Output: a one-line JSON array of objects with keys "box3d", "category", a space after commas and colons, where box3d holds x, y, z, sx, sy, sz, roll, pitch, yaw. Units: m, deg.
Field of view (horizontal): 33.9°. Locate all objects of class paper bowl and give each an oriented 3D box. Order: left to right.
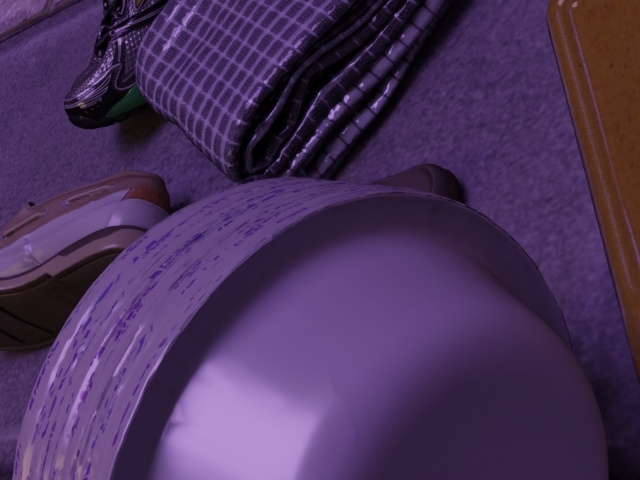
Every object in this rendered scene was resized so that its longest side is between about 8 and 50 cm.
[{"box3d": [0.019, 0.116, 0.480, 0.148, 0.284, 0.284, 11, 72, 50], "category": "paper bowl"}]

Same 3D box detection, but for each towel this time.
[{"box3d": [-0.021, -0.191, 0.882, 0.283, 0.121, 0.235, -53, 38, 4], "category": "towel"}]

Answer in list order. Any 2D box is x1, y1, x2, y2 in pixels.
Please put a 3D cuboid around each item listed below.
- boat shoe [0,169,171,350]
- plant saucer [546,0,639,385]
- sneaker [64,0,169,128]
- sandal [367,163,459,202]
[{"box3d": [-0.259, 0.023, 1.004, 0.302, 0.113, 0.103, -17, 50, 26], "category": "boat shoe"}, {"box3d": [0.232, -0.104, 0.501, 0.333, 0.081, 0.332, -46, 35, 41], "category": "plant saucer"}, {"box3d": [-0.197, -0.272, 1.112, 0.134, 0.146, 0.343, -1, 64, 47], "category": "sneaker"}, {"box3d": [0.000, 0.000, 0.769, 0.219, 0.060, 0.090, -25, 47, 34], "category": "sandal"}]
